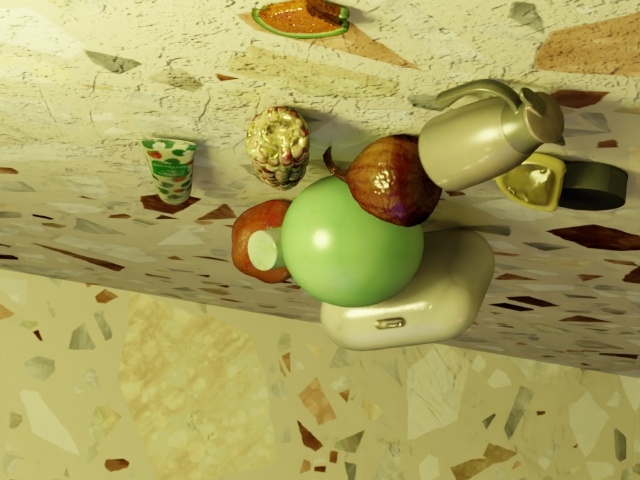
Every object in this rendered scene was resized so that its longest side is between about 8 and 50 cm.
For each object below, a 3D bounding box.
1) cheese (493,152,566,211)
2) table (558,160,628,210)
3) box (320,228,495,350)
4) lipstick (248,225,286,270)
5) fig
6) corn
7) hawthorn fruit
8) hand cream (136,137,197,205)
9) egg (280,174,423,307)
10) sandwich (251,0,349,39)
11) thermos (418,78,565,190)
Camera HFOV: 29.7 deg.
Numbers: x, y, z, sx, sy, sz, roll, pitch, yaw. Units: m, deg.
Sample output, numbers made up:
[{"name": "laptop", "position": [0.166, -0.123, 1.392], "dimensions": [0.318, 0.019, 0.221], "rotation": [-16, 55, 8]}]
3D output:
[{"name": "cheese", "position": [0.277, -0.098, 1.776], "dimensions": [0.162, 0.086, 0.036], "rotation": [17, -149, 21]}, {"name": "table", "position": [0.395, -0.081, 1.823], "dimensions": [0.133, 0.043, 0.133], "rotation": [7, 168, 1]}, {"name": "box", "position": [0.164, 0.087, 2.207], "dimensions": [0.288, 0.141, 0.349], "rotation": [-10, -165, 19]}, {"name": "lipstick", "position": [0.000, 0.000, 2.137], "dimensions": [0.076, 0.076, 0.304], "rotation": [-4, -175, 41]}, {"name": "fig", "position": [0.072, -0.095, 1.766], "dimensions": [0.201, 0.134, 0.146], "rotation": [11, 162, 26]}, {"name": "corn", "position": [-0.057, -0.130, 1.765], "dimensions": [0.092, 0.092, 0.280], "rotation": [7, 173, 1]}, {"name": "hawthorn fruit", "position": [-0.073, -0.013, 2.213], "dimensions": [0.162, 0.162, 0.203], "rotation": [12, 147, -25]}, {"name": "hand cream", "position": [-0.246, -0.119, 1.994], "dimensions": [0.095, 0.059, 0.276], "rotation": [5, 164, -2]}, {"name": "egg", "position": [0.054, 0.000, 1.978], "dimensions": [0.220, 0.220, 0.269], "rotation": [0, 177, 28]}, {"name": "sandwich", "position": [-0.017, -0.245, 1.320], "dimensions": [0.101, 0.026, 0.069], "rotation": [-2, 161, 26]}, {"name": "thermos", "position": [0.212, -0.143, 1.525], "dimensions": [0.137, 0.105, 0.193], "rotation": [45, 149, -18]}]
